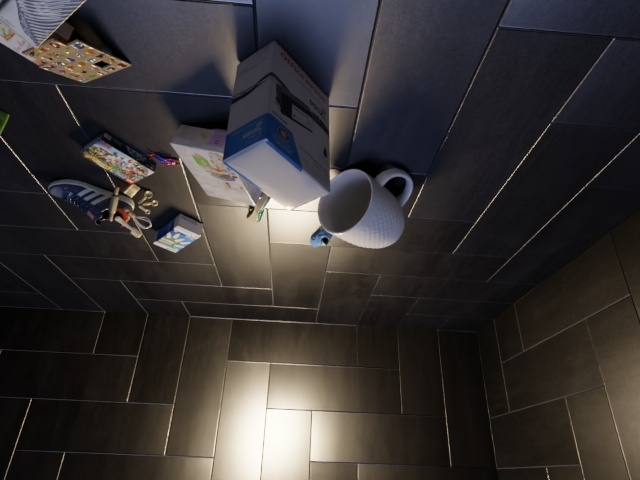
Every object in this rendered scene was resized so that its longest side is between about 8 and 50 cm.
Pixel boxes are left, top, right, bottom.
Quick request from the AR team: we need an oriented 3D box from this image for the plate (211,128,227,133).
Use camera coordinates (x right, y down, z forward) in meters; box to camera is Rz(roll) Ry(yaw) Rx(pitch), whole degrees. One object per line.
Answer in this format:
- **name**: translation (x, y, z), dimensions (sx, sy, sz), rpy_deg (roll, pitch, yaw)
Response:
- **plate**: translation (-0.241, -0.306, 1.625), dimensions (0.278, 0.045, 0.277), rpy_deg (19, 157, 22)

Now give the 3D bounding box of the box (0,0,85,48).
- **box**: translation (-0.661, -0.612, 1.066), dimensions (0.275, 0.094, 0.113), rpy_deg (-29, 140, 21)

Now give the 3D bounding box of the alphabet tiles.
- **alphabet tiles**: translation (-0.714, -0.523, 1.261), dimensions (0.198, 0.009, 0.237), rpy_deg (-9, 180, 19)

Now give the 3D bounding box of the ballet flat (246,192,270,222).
- **ballet flat**: translation (-0.285, -0.156, 1.956), dimensions (0.086, 0.086, 0.248), rpy_deg (12, 151, -17)

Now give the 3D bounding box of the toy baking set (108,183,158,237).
- **toy baking set**: translation (-0.837, -0.132, 1.926), dimensions (0.197, 0.030, 0.256), rpy_deg (13, 109, -35)

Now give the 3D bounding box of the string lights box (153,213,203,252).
- **string lights box**: translation (-0.723, -0.034, 2.198), dimensions (0.133, 0.076, 0.260), rpy_deg (28, 142, -36)

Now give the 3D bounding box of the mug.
- **mug**: translation (0.227, -0.139, 1.793), dimensions (0.374, 0.276, 0.328), rpy_deg (-48, 137, 16)

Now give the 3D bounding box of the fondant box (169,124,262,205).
- **fondant box**: translation (-0.381, -0.277, 1.646), dimensions (0.238, 0.096, 0.330), rpy_deg (14, 156, 19)

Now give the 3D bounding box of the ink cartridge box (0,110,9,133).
- **ink cartridge box**: translation (-1.270, -0.408, 1.540), dimensions (0.255, 0.097, 0.189), rpy_deg (-19, 145, 36)

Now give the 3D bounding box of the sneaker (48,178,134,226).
- **sneaker**: translation (-1.024, -0.156, 1.924), dimensions (0.350, 0.148, 0.131), rpy_deg (15, 149, -21)

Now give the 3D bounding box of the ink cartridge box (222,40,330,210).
- **ink cartridge box**: translation (-0.114, -0.337, 1.286), dimensions (0.166, 0.394, 0.285), rpy_deg (-20, 144, 30)

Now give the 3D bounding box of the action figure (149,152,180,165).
- **action figure**: translation (-0.621, -0.319, 1.729), dimensions (0.115, 0.030, 0.038), rpy_deg (12, 145, -21)

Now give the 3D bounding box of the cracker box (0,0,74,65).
- **cracker box**: translation (-0.833, -0.600, 1.190), dimensions (0.156, 0.067, 0.232), rpy_deg (-22, 142, 36)

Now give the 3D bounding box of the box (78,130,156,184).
- **box**: translation (-0.800, -0.320, 1.718), dimensions (0.159, 0.044, 0.233), rpy_deg (-18, 145, 32)

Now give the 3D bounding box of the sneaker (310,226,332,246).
- **sneaker**: translation (0.000, 0.000, 2.210), dimensions (0.069, 0.082, 0.209), rpy_deg (12, 151, -22)
